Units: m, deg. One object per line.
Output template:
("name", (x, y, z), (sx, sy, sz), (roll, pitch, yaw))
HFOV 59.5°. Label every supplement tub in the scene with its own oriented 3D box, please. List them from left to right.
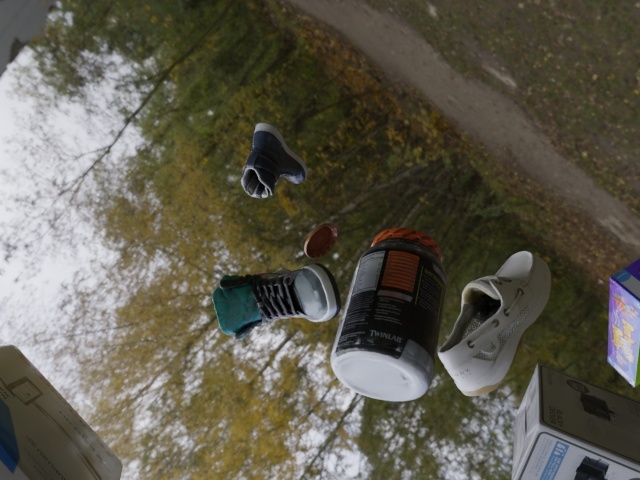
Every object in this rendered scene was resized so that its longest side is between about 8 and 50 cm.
("supplement tub", (0.155, 0.148, 1.195), (0.207, 0.207, 0.338), (40, -133, -23))

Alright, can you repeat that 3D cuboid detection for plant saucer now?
("plant saucer", (0.000, 0.000, 1.153), (0.013, 0.083, 0.083), (40, -175, 35))

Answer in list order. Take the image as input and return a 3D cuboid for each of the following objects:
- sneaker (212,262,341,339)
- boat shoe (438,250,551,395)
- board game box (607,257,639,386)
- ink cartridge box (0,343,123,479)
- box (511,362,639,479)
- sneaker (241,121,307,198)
("sneaker", (-0.098, 0.108, 1.011), (0.295, 0.179, 0.123), (-12, 93, 64))
("boat shoe", (0.255, 0.093, 0.820), (0.096, 0.098, 0.277), (49, -129, -10))
("board game box", (0.685, 0.127, 1.094), (0.078, 0.233, 0.347), (56, 178, 44))
("ink cartridge box", (-0.215, 0.151, 0.373), (0.148, 0.086, 0.203), (51, 163, -5))
("box", (0.371, 0.257, 0.619), (0.290, 0.087, 0.169), (19, -163, 15))
("sneaker", (-0.113, -0.157, 1.373), (0.086, 0.163, 0.226), (0, 155, 27))
